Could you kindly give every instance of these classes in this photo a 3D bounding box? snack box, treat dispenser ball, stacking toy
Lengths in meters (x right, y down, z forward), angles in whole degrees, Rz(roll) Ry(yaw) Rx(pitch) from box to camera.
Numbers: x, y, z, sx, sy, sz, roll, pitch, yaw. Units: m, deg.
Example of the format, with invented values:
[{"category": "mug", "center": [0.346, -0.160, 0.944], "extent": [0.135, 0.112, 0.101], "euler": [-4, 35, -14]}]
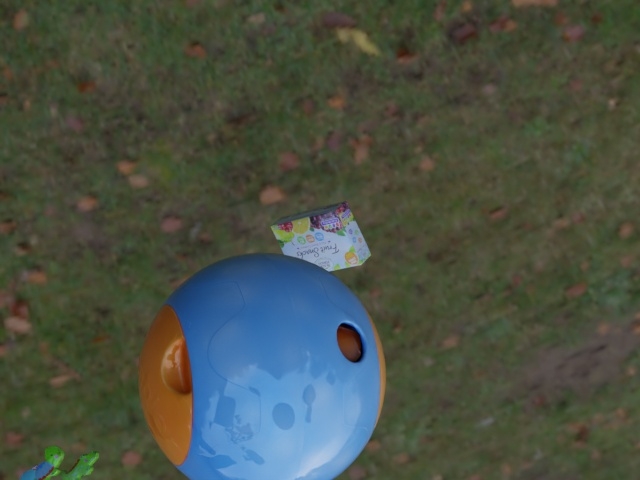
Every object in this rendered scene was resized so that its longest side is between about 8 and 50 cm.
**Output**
[{"category": "snack box", "center": [0.000, 0.000, 2.171], "extent": [0.141, 0.100, 0.037], "euler": [-13, -159, 40]}, {"category": "treat dispenser ball", "center": [-0.067, 0.158, 1.571], "extent": [0.288, 0.288, 0.288], "euler": [-14, 145, -10]}, {"category": "stacking toy", "center": [-0.395, 0.341, 1.746], "extent": [0.221, 0.052, 0.167], "euler": [-43, 169, -3]}]
